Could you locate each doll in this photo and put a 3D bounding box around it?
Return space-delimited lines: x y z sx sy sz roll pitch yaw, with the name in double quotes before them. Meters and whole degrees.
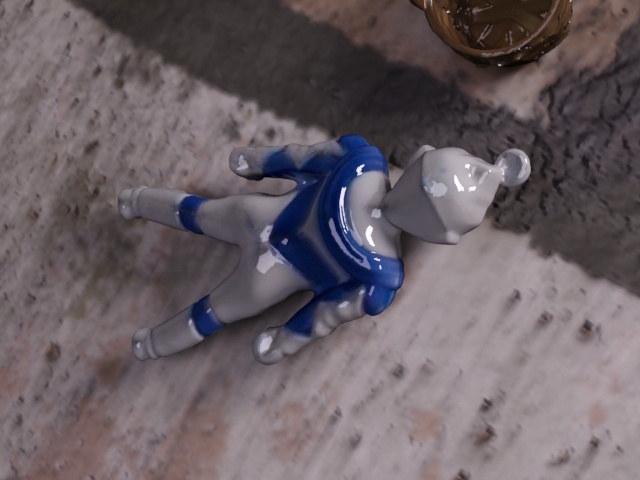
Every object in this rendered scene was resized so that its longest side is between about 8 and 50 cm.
"doll" 0.000 0.000 0.638 0.227 0.057 0.114 -14 72 31

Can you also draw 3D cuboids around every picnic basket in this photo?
"picnic basket" 0.077 -0.115 0.598 0.072 0.083 0.072 -3 82 23
